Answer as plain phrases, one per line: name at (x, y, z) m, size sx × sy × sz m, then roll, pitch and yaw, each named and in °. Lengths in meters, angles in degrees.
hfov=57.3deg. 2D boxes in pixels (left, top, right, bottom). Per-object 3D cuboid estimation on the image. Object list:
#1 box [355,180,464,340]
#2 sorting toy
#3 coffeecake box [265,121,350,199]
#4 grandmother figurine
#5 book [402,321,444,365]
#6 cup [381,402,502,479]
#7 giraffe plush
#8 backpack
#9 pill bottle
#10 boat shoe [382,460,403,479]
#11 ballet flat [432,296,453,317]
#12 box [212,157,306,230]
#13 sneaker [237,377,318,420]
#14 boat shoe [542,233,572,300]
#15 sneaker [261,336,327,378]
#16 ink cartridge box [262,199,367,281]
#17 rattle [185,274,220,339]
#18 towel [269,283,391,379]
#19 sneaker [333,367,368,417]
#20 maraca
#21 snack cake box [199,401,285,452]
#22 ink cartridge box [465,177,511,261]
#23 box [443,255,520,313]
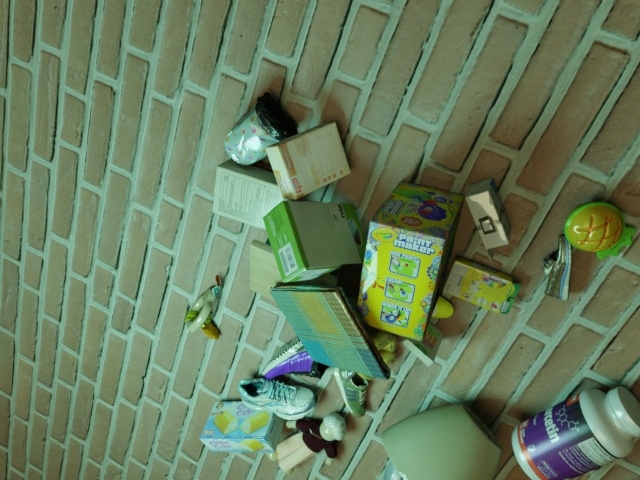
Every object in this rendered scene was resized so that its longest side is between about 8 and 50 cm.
box at (0.223, 0.040, 1.456) m, size 0.177 × 0.290 × 0.279 m, roll 15°, pitch 119°, yaw 16°
sorting toy at (-0.069, 0.101, 1.682) m, size 0.257 × 0.089 × 0.255 m, roll 25°, pitch 147°, yaw 9°
coffeecake box at (-0.030, -0.206, 1.507) m, size 0.068 × 0.186 × 0.142 m, roll 9°, pitch 122°, yaw 56°
grandmother figurine at (-0.029, 0.683, 1.978) m, size 0.208 × 0.104 × 0.342 m, roll 38°, pitch 125°, yaw -10°
book at (0.284, 0.272, 1.624) m, size 0.096 × 0.144 × 0.035 m, roll 42°, pitch 122°, yaw 0°
cup at (0.374, 0.607, 1.672) m, size 0.237 × 0.331 × 0.331 m, roll -43°, pitch 93°, yaw 7°
giraffe plush at (0.101, 0.305, 1.723) m, size 0.170 × 0.210 × 0.181 m, roll 43°, pitch 147°, yaw 40°
backpack at (-0.172, -0.287, 1.574) m, size 0.182 × 0.115 × 0.152 m, roll -30°, pitch 102°, yaw 34°
pill bottle at (0.683, 0.512, 1.546) m, size 0.181 × 0.181 × 0.323 m, roll 46°, pitch 122°, yaw -2°
boat shoe at (0.252, 0.835, 1.939) m, size 0.094 × 0.109 × 0.302 m, roll 9°, pitch 127°, yaw 2°
ballet flat at (0.254, 0.169, 1.628) m, size 0.231 × 0.077 × 0.077 m, roll 25°, pitch 120°, yaw 10°
box at (-0.167, -0.128, 1.638) m, size 0.233 × 0.127 × 0.148 m, roll 20°, pitch 120°, yaw 14°
sneaker at (-0.149, 0.509, 1.917) m, size 0.283 × 0.110 × 0.122 m, roll -3°, pitch 136°, yaw 23°
boat shoe at (0.584, 0.067, 1.447) m, size 0.066 × 0.066 × 0.183 m, roll 4°, pitch 115°, yaw 23°
sneaker at (-0.060, 0.389, 1.849) m, size 0.146 × 0.102 × 0.293 m, roll 48°, pitch 122°, yaw -4°
ink cartridge box at (0.000, 0.000, 1.531) m, size 0.097 × 0.255 × 0.188 m, roll -34°, pitch 67°, yaw 42°
rattle at (-0.340, 0.226, 1.914) m, size 0.143 × 0.130 × 0.199 m, roll 37°, pitch 96°, yaw -9°
towel at (0.017, 0.230, 1.537) m, size 0.271 × 0.040 × 0.370 m, roll 59°, pitch 153°, yaw -12°
sneaker at (0.115, 0.469, 1.833) m, size 0.086 × 0.064 × 0.192 m, roll -17°, pitch 103°, yaw 34°
maraca at (0.651, -0.022, 1.364) m, size 0.186 × 0.099 × 0.127 m, roll 30°, pitch 121°, yaw -21°
snack cake box at (-0.263, 0.638, 2.013) m, size 0.265 × 0.152 × 0.089 m, roll -9°, pitch 129°, yaw 26°
ink cartridge box at (0.421, -0.051, 1.440) m, size 0.060 × 0.104 × 0.180 m, roll -18°, pitch 106°, yaw 28°
box at (0.428, 0.120, 1.553) m, size 0.179 × 0.043 × 0.105 m, roll 23°, pitch 120°, yaw 15°
